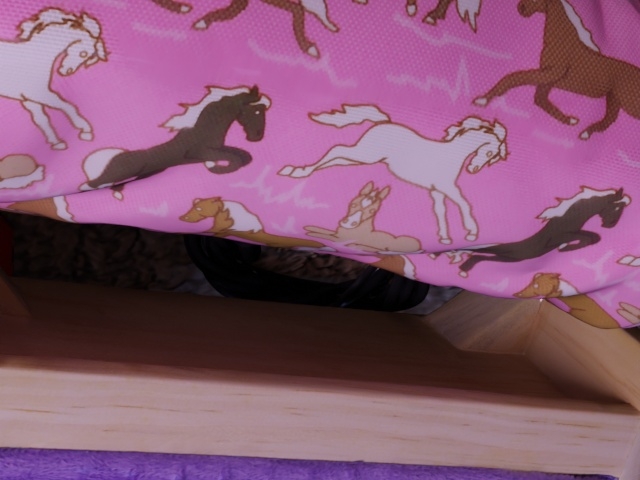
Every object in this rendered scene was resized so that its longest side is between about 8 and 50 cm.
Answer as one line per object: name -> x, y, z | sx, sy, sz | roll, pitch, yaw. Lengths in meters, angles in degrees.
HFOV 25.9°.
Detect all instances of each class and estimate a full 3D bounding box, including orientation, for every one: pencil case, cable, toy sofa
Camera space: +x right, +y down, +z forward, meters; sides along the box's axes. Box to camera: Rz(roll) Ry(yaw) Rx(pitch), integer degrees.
pencil case -> -0.001, -0.060, 0.569 | 0.386, 0.160, 0.167 | 8, 175, -25
cable -> 0.000, 0.000, 0.769 | 0.151, 0.047, 0.184 | 14, 143, -31
toy sofa -> -0.028, 0.091, 0.651 | 0.363, 0.150, 0.177 | 7, 109, -28

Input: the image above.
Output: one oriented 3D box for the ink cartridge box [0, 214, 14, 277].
ink cartridge box -> -0.243, 0.005, 0.698 | 0.134, 0.078, 0.231 | -11, 148, 9
